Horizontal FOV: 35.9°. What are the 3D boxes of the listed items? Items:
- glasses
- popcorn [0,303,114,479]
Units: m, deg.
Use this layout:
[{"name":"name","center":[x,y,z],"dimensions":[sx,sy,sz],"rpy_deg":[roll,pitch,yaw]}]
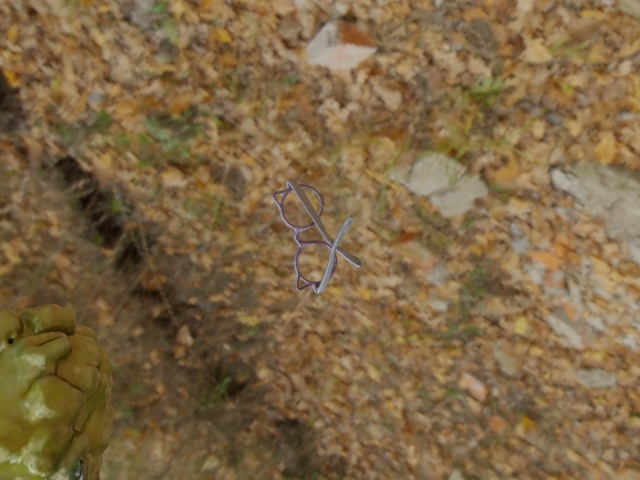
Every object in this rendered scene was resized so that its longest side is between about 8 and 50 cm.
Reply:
[{"name":"glasses","center":[0.000,0.000,1.125],"dimensions":[0.104,0.062,0.140],"rpy_deg":[-158,53,-69]},{"name":"popcorn","center":[-0.215,0.132,0.716],"dimensions":[0.142,0.173,0.173],"rpy_deg":[29,158,-6]}]
